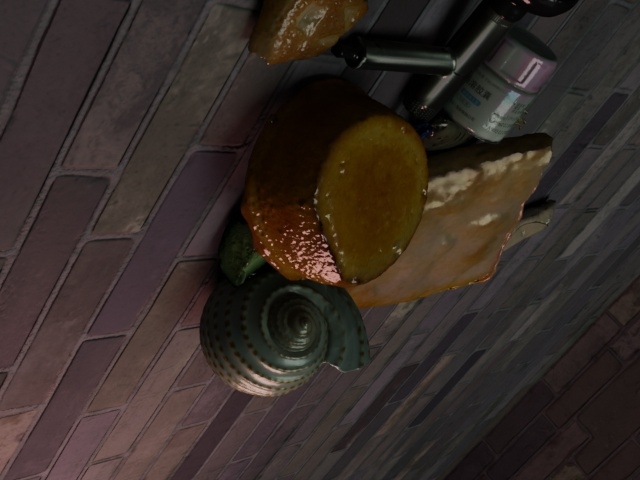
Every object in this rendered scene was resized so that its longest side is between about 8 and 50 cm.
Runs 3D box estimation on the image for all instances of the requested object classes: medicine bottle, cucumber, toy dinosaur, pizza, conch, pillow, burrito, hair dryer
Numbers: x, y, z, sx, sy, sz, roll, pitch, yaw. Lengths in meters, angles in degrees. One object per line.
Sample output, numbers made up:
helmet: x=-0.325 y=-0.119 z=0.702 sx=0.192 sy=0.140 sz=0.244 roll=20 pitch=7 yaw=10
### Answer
medicine bottle: x=0.294 y=-0.263 z=1.523 sx=0.135 sy=0.135 sz=0.168 roll=-3 pitch=137 yaw=-50
cucumber: x=-0.083 y=-0.024 z=1.480 sx=0.193 sy=0.086 sz=0.115 roll=-33 pitch=155 yaw=-25
toy dinosaur: x=0.389 y=-0.245 z=1.790 sx=0.041 sy=0.026 sz=0.113 roll=22 pitch=126 yaw=-41
pizza: x=0.001 y=-0.307 z=1.174 sx=0.161 sy=0.062 sz=0.182 roll=0 pitch=130 yaw=-42
conch: x=-0.071 y=0.135 z=1.593 sx=0.303 sy=0.319 sz=0.215 roll=-5 pitch=103 yaw=-27
pillow: x=0.214 y=-0.183 z=1.621 sx=0.093 sy=0.051 sz=0.241 roll=-27 pitch=171 yaw=21
burrito: x=0.464 y=-0.029 z=2.192 sx=0.275 sy=0.059 sz=0.082 roll=-23 pitch=135 yaw=-30
hair dryer: x=0.188 y=-0.291 z=1.336 sx=0.320 sy=0.155 sz=0.284 roll=-46 pitch=164 yaw=32

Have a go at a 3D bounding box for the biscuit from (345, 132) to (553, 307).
biscuit: x=0.193 y=-0.015 z=1.771 sx=0.446 sy=0.104 sz=0.429 roll=-15 pitch=148 yaw=-14

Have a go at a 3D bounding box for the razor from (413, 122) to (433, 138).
razor: x=0.057 y=-0.098 z=1.549 sx=0.324 sy=0.056 sz=0.093 roll=-42 pitch=177 yaw=24

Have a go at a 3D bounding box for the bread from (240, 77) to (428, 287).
bread: x=0.028 y=-0.077 z=1.360 sx=0.312 sy=0.172 sz=0.312 roll=-24 pitch=124 yaw=-41
